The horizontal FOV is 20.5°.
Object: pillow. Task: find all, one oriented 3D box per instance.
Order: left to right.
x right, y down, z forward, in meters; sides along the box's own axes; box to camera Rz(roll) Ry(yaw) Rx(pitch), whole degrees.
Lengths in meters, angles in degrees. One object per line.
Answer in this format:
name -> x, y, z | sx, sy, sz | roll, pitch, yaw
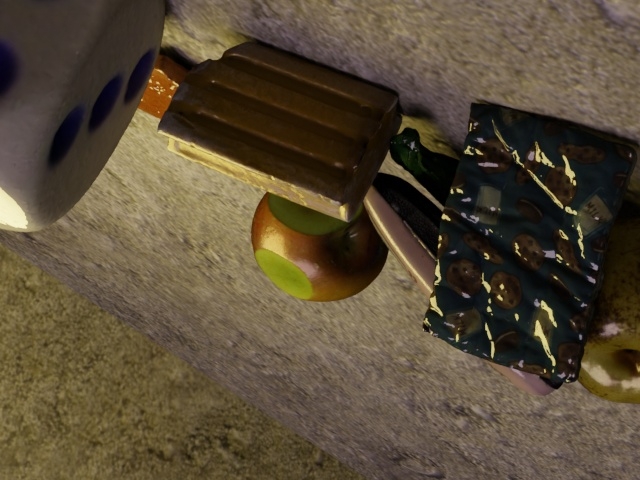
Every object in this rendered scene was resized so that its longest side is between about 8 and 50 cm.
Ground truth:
pillow -> 0.203, 0.003, 1.771 | 0.189, 0.255, 0.034 | 19, -167, 31

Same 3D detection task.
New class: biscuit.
biscuit -> -0.175, -0.174, 2.145 | 0.280, 0.043, 0.183 | 23, 159, 32

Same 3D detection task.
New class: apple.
apple -> 0.004, -0.003, 2.178 | 0.147, 0.146, 0.163 | 20, 147, 48

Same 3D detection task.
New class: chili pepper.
chili pepper -> 0.179, -0.031, 1.936 | 0.279, 0.065, 0.122 | 42, -163, -10

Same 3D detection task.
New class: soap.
soap -> -0.044, -0.126, 1.914 | 0.232, 0.140, 0.073 | 22, 161, 19

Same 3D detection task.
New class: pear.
pear -> 0.335, 0.066, 1.830 | 0.197, 0.197, 0.197 | 26, 162, 9

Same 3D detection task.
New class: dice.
dice -> -0.363, -0.209, 1.891 | 0.304, 0.304, 0.277 | 25, 163, 9

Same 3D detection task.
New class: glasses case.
glasses case -> 0.151, 0.045, 1.908 | 0.314, 0.075, 0.122 | 50, -175, 24
